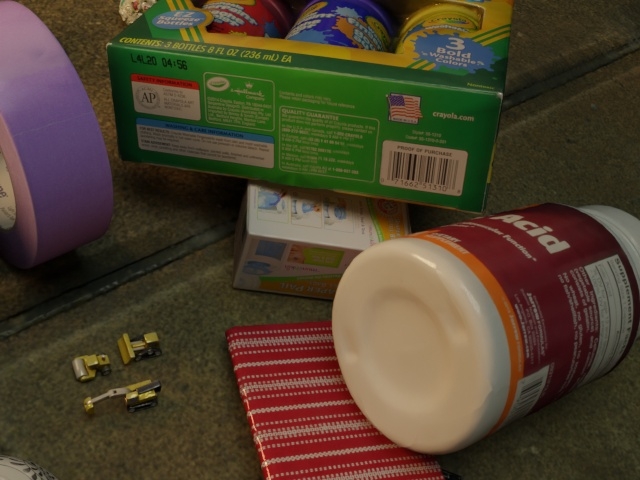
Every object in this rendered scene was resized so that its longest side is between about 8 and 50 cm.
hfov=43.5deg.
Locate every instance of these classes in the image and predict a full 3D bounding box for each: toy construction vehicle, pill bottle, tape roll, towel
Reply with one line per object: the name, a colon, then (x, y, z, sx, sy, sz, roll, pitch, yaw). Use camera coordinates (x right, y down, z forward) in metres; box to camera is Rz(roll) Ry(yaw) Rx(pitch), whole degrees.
toy construction vehicle: (-0.213, 0.141, 0.868, 0.098, 0.035, 0.086, -9, 57, -25)
pill bottle: (0.224, 0.077, 0.923, 0.392, 0.224, 0.224, -13, 58, -41)
tape roll: (-0.334, -0.111, 0.866, 0.090, 0.275, 0.275, -27, 65, -34)
towel: (0.017, 0.202, 0.875, 0.198, 0.031, 0.275, 0, 45, -25)

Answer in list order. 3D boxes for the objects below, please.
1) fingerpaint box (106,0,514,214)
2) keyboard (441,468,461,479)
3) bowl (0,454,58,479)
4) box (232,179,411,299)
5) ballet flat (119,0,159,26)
fingerpaint box: (0.013, -0.228, 1.034, 0.444, 0.163, 0.371, 10, 36, 10)
keyboard: (0.068, 0.254, 0.884, 0.180, 0.023, 0.108, 22, 41, -3)
bowl: (-0.303, 0.258, 0.717, 0.170, 0.080, 0.170, 9, 50, -11)
box: (0.000, 0.000, 1.001, 0.203, 0.114, 0.103, 7, 50, -12)
ballet flat: (-0.197, -0.380, 1.257, 0.240, 0.077, 0.091, -19, 60, -31)
